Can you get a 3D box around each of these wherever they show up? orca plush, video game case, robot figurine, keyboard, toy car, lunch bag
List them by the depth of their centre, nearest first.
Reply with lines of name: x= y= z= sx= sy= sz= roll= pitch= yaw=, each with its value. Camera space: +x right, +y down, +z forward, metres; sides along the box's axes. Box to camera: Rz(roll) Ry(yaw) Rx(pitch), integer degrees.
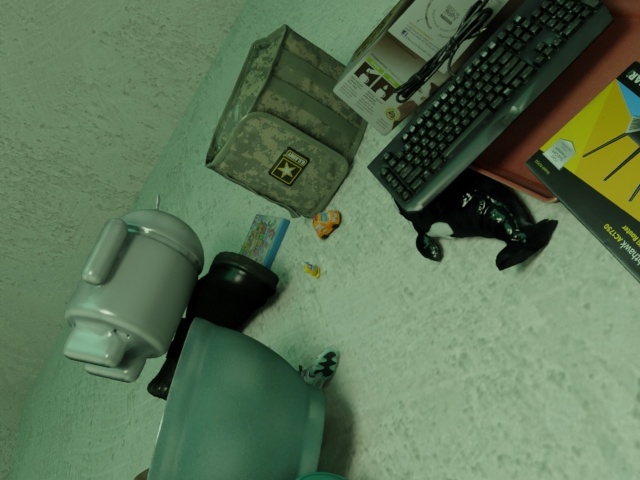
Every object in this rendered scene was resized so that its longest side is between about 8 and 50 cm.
keyboard: x=0.176 y=-0.194 z=0.761 sx=0.317 sy=0.033 sz=0.201 roll=-46 pitch=41 yaw=12
orca plush: x=0.152 y=-0.045 z=0.790 sx=0.151 sy=0.102 sz=0.287 roll=-56 pitch=28 yaw=16
toy car: x=0.000 y=0.000 z=1.094 sx=0.060 sy=0.041 sz=0.122 roll=-30 pitch=42 yaw=48
lunch bag: x=-0.056 y=-0.205 z=1.153 sx=0.169 sy=0.235 sz=0.286 roll=3 pitch=70 yaw=59
robot figurine: x=-0.348 y=0.086 z=1.192 sx=0.200 sy=0.300 sz=0.353 roll=9 pitch=58 yaw=16
video game case: x=-0.127 y=0.003 z=1.349 sx=0.166 sy=0.015 sz=0.119 roll=13 pitch=78 yaw=62

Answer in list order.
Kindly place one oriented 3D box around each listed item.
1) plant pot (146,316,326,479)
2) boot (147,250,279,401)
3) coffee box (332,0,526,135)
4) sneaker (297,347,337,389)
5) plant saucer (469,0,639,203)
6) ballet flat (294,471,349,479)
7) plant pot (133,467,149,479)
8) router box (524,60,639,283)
plant pot: x=-0.104 y=0.265 z=0.827 sx=0.293 sy=0.196 sz=0.292 roll=-168 pitch=90 yaw=-85
boot: x=-0.209 y=0.186 z=1.201 sx=0.348 sy=0.131 sz=0.260 roll=-40 pitch=27 yaw=58
coffee box: x=0.169 y=-0.320 z=0.938 sx=0.297 sy=0.119 sz=0.168 roll=-41 pitch=17 yaw=40
sneaker: x=-0.015 y=0.200 z=0.950 sx=0.098 sy=0.038 sz=0.069 roll=-63 pitch=27 yaw=1
plant saucer: x=0.277 y=-0.173 z=0.720 sx=0.259 sy=0.048 sz=0.258 roll=-55 pitch=28 yaw=7
ballet flat: x=0.069 y=0.394 z=0.531 sx=0.483 sy=0.164 sz=0.181 roll=20 pitch=105 yaw=62
plant pot: x=-0.232 y=0.445 z=0.976 sx=0.165 sy=0.167 sz=0.166 roll=12 pitch=78 yaw=59
router box: x=0.279 y=-0.056 z=0.529 sx=0.133 sy=0.046 sz=0.179 roll=-46 pitch=39 yaw=19
